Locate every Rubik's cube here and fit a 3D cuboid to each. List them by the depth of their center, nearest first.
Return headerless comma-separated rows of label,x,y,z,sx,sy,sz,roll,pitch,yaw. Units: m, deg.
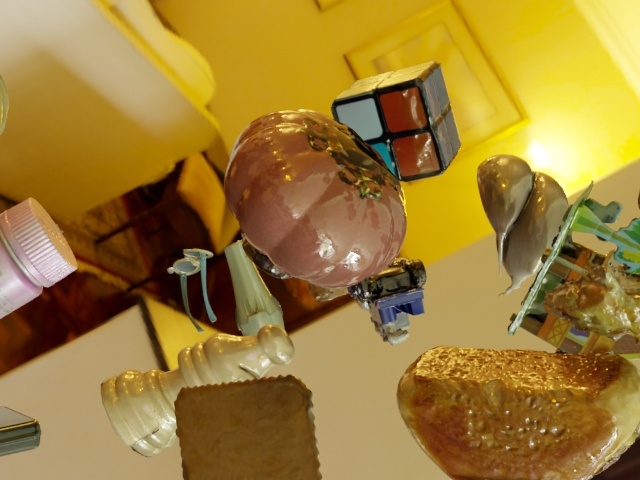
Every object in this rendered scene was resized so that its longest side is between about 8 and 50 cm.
Rubik's cube,0.141,-0.210,1.513,0.167,0.180,0.183,-49,122,-61

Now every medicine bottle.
medicine bottle,-0.640,0.060,1.605,0.178,0.290,0.178,57,-5,8

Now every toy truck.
toy truck,0.155,0.135,1.846,0.213,0.161,0.177,-177,-106,-80

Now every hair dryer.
hair dryer,-0.181,0.124,2.135,0.298,0.118,0.296,-118,-170,-67

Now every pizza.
pizza,0.507,0.117,1.295,0.223,0.323,0.090,51,52,-63

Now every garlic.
garlic,0.473,-0.056,2.069,0.246,0.231,0.340,-20,-125,62

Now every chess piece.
chess piece,-0.186,0.219,1.332,0.139,0.307,0.124,65,11,22

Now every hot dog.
hot dog,0.338,0.311,1.403,0.185,0.405,0.223,-30,116,-62

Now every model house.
model house,0.612,0.088,1.727,0.312,0.358,0.242,27,25,15

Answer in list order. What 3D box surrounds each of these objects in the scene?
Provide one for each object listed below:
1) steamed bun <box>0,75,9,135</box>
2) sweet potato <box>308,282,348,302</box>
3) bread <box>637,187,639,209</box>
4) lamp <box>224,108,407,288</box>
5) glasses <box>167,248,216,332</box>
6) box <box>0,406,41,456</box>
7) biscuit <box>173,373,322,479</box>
steamed bun,-0.842,-0.332,1.774,0.230,0.324,0.372,115,-34,-46
sweet potato,0.001,-0.001,2.277,0.131,0.131,0.337,-88,170,-77
bread,0.497,-0.096,1.003,0.179,0.133,0.250,-144,-116,-74
lamp,-0.017,-0.054,1.279,0.305,0.239,0.305,32,30,-21
glasses,-0.330,0.135,2.317,0.189,0.088,0.221,-41,-110,55
box,-0.587,0.321,1.334,0.230,0.160,0.050,-4,95,-43
biscuit,-0.083,0.276,0.949,0.013,0.236,0.232,0,79,-48
